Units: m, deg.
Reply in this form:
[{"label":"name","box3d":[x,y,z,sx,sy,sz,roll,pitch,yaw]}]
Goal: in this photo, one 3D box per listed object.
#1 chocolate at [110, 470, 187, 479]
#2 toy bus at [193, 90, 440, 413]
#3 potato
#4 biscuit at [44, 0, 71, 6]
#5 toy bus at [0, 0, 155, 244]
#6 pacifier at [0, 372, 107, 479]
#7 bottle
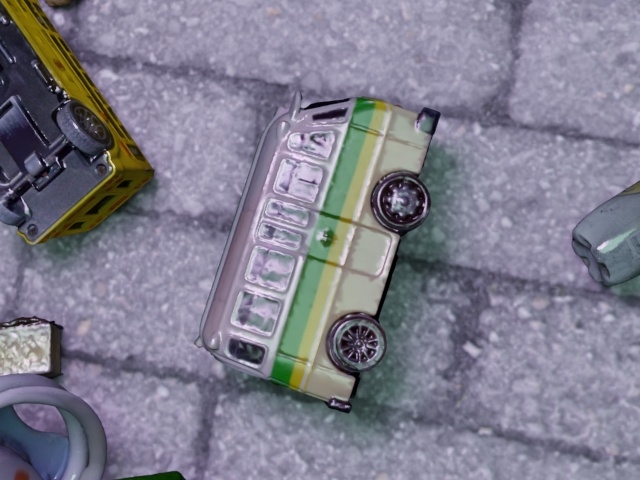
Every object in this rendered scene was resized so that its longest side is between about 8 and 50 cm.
[{"label":"chocolate","box3d":[-0.164,0.435,1.029,0.341,0.161,0.360,47,110,9]},{"label":"toy bus","box3d":[0.000,0.000,1.121,0.179,0.143,0.305,18,86,-1]},{"label":"potato","box3d":[-0.334,0.120,1.175,0.122,0.086,0.061,-9,79,-3]},{"label":"biscuit","box3d":[-0.372,-0.378,1.247,0.274,0.091,0.213,17,86,8]},{"label":"toy bus","box3d":[-0.324,-0.165,1.176,0.144,0.152,0.330,-38,81,17]},{"label":"pacifier","box3d":[-0.368,0.217,1.098,0.233,0.299,0.244,23,67,35]},{"label":"bottle","box3d":[0.384,-0.050,1.145,0.270,0.083,0.083,-32,80,-5]}]
